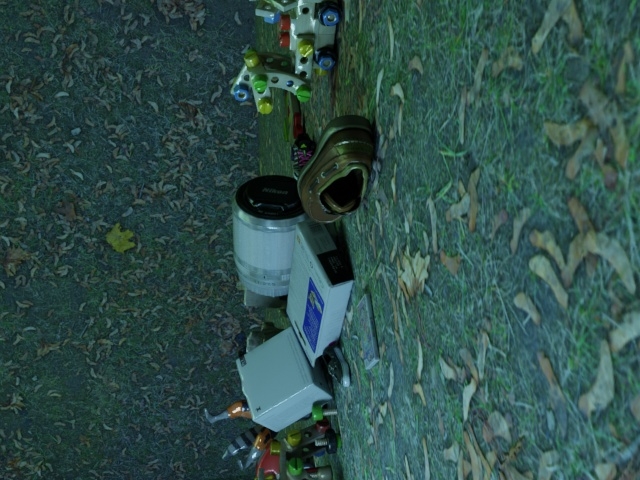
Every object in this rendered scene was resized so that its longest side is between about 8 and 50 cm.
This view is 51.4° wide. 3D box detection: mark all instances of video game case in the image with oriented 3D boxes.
[{"bbox_3d":[0.086,0.166,1.211,0.087,0.011,0.121,110,155,-67],"label":"video game case"}]

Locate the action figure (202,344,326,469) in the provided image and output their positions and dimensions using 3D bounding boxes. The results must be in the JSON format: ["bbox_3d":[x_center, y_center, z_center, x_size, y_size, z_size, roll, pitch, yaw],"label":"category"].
[{"bbox_3d":[-0.156,0.454,1.862,0.341,0.330,0.178,35,137,43],"label":"action figure"}]

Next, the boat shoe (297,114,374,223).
[{"bbox_3d":[0.022,-0.094,1.192,0.307,0.111,0.104,105,160,-63],"label":"boat shoe"}]

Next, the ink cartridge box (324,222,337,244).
[{"bbox_3d":[0.000,0.000,1.574,0.179,0.045,0.145,99,165,-44],"label":"ink cartridge box"}]

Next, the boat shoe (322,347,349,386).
[{"bbox_3d":[0.035,0.282,1.471,0.142,0.040,0.049,-121,29,-71],"label":"boat shoe"}]

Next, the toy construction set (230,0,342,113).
[{"bbox_3d":[-0.072,-0.402,1.323,0.327,0.215,0.151,104,160,-61],"label":"toy construction set"}]

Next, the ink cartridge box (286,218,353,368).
[{"bbox_3d":[-0.011,0.129,1.502,0.370,0.069,0.175,102,146,-52],"label":"ink cartridge box"}]

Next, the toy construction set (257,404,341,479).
[{"bbox_3d":[-0.078,0.583,1.665,0.308,0.237,0.257,103,161,-61],"label":"toy construction set"}]

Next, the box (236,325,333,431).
[{"bbox_3d":[-0.092,0.348,1.668,0.119,0.182,0.181,45,-164,-49],"label":"box"}]

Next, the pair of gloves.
[{"bbox_3d":[-0.114,0.217,1.858,0.042,0.204,0.240,178,88,-67],"label":"pair of gloves"}]

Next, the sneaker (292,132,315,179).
[{"bbox_3d":[-0.041,-0.211,1.672,0.170,0.063,0.074,-97,3,-49],"label":"sneaker"}]

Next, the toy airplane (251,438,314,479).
[{"bbox_3d":[-0.148,0.878,2.097,0.384,0.273,0.386,-104,14,-46],"label":"toy airplane"}]

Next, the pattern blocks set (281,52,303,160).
[{"bbox_3d":[-0.085,-0.395,1.990,0.285,0.026,0.324,112,153,-69],"label":"pattern blocks set"}]

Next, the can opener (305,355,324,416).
[{"bbox_3d":[-0.030,0.323,1.760,0.074,0.093,0.280,99,169,-53],"label":"can opener"}]

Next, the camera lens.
[{"bbox_3d":[-0.121,-0.018,1.755,0.219,0.220,0.274,-105,14,-50],"label":"camera lens"}]
